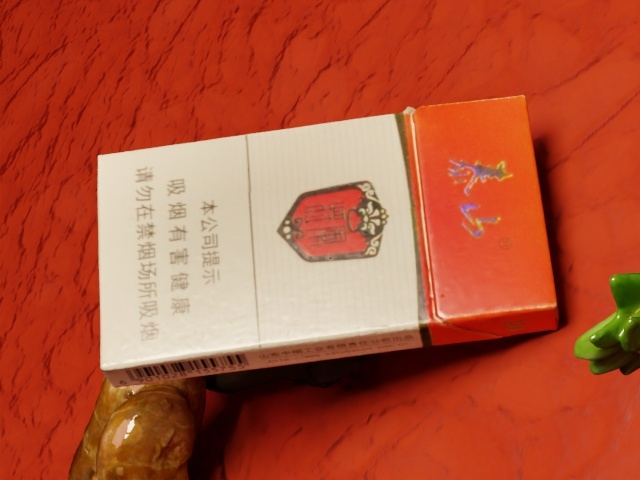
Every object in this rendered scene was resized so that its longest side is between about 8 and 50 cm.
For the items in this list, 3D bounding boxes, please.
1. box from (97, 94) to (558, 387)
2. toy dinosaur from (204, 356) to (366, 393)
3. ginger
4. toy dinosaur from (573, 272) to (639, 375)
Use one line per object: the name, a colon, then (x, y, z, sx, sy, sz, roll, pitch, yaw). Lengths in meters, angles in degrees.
box: (0.000, 0.000, 0.941, 0.245, 0.035, 0.139, -7, 61, 7)
toy dinosaur: (0.001, 0.033, 1.049, 0.187, 0.087, 0.179, -43, 0, -5)
ginger: (-0.109, 0.142, 1.042, 0.103, 0.073, 0.162, -99, 27, -53)
toy dinosaur: (0.183, 0.093, 0.707, 0.194, 0.152, 0.177, -45, 47, 27)
